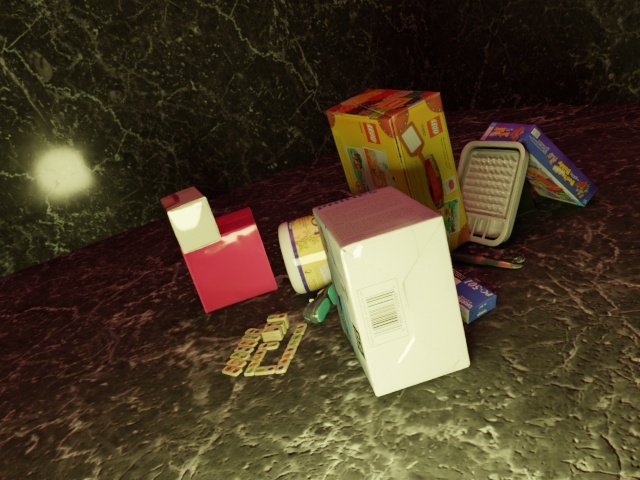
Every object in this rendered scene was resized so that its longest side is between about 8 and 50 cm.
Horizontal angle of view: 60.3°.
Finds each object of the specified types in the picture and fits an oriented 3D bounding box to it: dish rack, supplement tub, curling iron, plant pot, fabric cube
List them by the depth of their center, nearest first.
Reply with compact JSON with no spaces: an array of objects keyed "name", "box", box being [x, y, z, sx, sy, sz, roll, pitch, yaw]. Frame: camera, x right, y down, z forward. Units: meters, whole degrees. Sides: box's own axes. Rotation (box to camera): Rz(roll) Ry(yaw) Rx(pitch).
[{"name":"curling iron","box":[0.476,0.054,1.639,0.274,0.035,0.068,2,22,42]},{"name":"supplement tub","box":[0.051,0.018,1.769,0.331,0.241,0.241,-16,19,2]},{"name":"dish rack","box":[0.552,-0.156,1.808,0.072,0.333,0.285,9,6,-28]},{"name":"fabric cube","box":[-0.322,0.062,1.939,0.258,0.254,0.259,-20,19,-6]},{"name":"plant pot","box":[0.627,-0.177,1.972,0.187,0.167,0.188,-19,18,-10]}]

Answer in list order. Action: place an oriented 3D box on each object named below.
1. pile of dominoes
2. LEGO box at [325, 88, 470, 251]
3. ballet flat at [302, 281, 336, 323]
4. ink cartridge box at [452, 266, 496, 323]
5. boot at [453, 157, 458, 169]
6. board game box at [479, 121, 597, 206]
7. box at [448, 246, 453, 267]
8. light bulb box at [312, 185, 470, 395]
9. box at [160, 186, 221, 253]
[{"name":"pile of dominoes","box":[-0.155,0.281,1.503,0.196,0.040,0.251,-10,19,17]},{"name":"LEGO box","box":[0.253,-0.221,1.808,0.193,0.500,0.372,-30,29,-20]},{"name":"ballet flat","box":[0.009,0.176,1.626,0.074,0.074,0.203,-3,25,33]},{"name":"ink cartridge box","box":[0.344,0.126,1.434,0.097,0.046,0.207,-24,38,-23]},{"name":"boot","box":[0.420,-0.276,2.476,0.377,0.138,0.284,-21,3,37]},{"name":"board game box","box":[0.739,-0.263,1.877,0.078,0.347,0.233,-54,21,2]},{"name":"box","box":[0.227,0.082,1.592,0.270,0.143,0.165,-21,18,-13]},{"name":"light bulb box","box":[0.151,0.094,1.287,0.225,0.358,0.361,-16,17,-6]},{"name":"box","box":[-0.423,-0.071,1.777,0.126,0.149,0.232,-23,20,-15]}]
